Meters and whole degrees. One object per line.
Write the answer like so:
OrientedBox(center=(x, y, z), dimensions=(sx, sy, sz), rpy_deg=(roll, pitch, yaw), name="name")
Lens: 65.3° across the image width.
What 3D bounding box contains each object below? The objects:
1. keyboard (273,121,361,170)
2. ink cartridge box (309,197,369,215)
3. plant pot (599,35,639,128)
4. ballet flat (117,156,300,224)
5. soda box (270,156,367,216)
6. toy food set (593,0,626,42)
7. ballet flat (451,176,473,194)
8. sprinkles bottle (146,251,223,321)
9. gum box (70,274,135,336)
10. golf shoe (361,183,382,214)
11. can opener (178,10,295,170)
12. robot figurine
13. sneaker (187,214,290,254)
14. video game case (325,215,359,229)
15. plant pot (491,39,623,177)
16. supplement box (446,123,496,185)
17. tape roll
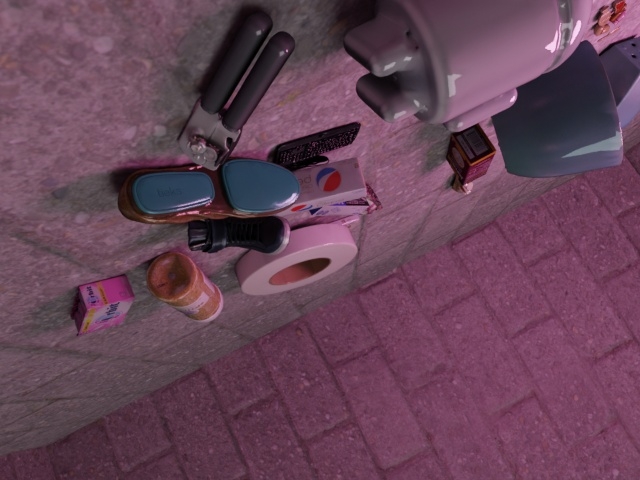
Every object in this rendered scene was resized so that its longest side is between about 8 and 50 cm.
OrientedBox(center=(-0.004, -0.180, 1.019), dimensions=(0.192, 0.038, 0.100), rpy_deg=(-21, 164, -21), name="keyboard")
OrientedBox(center=(0.031, -0.111, 1.191), dimensions=(0.046, 0.097, 0.207), rpy_deg=(-37, 162, 31), name="ink cartridge box")
OrientedBox(center=(0.819, -0.432, 1.392), dimensions=(0.165, 0.165, 0.234), rpy_deg=(-23, 156, -18), name="plant pot")
OrientedBox(center=(-0.200, -0.081, 0.902), dimensions=(0.342, 0.116, 0.124), rpy_deg=(-14, 180, -41), name="ballet flat")
OrientedBox(center=(-0.015, -0.110, 1.053), dimensions=(0.216, 0.074, 0.069), rpy_deg=(-12, 169, 4), name="soda box")
OrientedBox(center=(0.653, -0.503, 1.123), dimensions=(0.078, 0.019, 0.122), rpy_deg=(-31, 157, 11), name="toy food set")
OrientedBox(center=(0.514, -0.200, 1.792), dimensions=(0.073, 0.067, 0.206), rpy_deg=(-31, 165, 8), name="ballet flat")
OrientedBox(center=(-0.344, 0.133, 1.308), dimensions=(0.121, 0.121, 0.355), rpy_deg=(-25, 164, -8), name="sprinkles bottle")
OrientedBox(center=(-0.523, 0.159, 1.191), dimensions=(0.107, 0.062, 0.188), rpy_deg=(-15, 161, -38), name="gum box")
OrientedBox(center=(0.126, -0.106, 1.430), dimensions=(0.086, 0.067, 0.186), rpy_deg=(-28, 165, 8), name="golf shoe")
OrientedBox(center=(-0.125, -0.201, 0.709), dimensions=(0.280, 0.074, 0.093), rpy_deg=(-42, -166, 48), name="can opener")
OrientedBox(center=(0.214, -0.296, 0.694), dimensions=(0.353, 0.200, 0.300), rpy_deg=(-26, 136, -4), name="robot figurine")
OrientedBox(center=(-0.180, -0.014, 1.028), dimensions=(0.163, 0.086, 0.226), rpy_deg=(2, 179, -41), name="sneaker")
OrientedBox(center=(0.000, 0.000, 1.645), dimensions=(0.206, 0.026, 0.227), rpy_deg=(-19, 163, -29), name="video game case")
OrientedBox(center=(0.534, -0.279, 1.176), dimensions=(0.235, 0.293, 0.293), rpy_deg=(-17, 170, 22), name="plant pot")
OrientedBox(center=(0.424, -0.243, 1.422), dimensions=(0.081, 0.104, 0.188), rpy_deg=(-28, 165, 3), name="supplement box")
OrientedBox(center=(-0.075, 0.068, 1.567), dimensions=(0.392, 0.072, 0.392), rpy_deg=(-19, 162, -7), name="tape roll")
